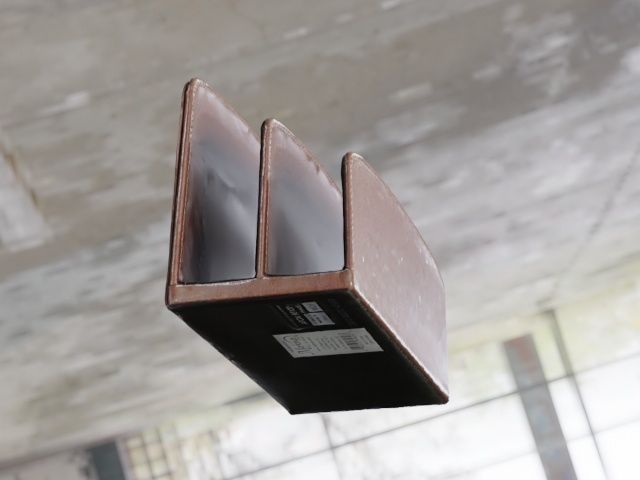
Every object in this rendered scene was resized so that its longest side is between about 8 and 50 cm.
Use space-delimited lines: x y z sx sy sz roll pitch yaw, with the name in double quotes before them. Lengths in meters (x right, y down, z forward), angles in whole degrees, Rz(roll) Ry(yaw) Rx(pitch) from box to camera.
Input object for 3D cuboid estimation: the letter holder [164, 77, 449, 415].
"letter holder" 0.000 0.000 1.524 0.152 0.214 0.302 -6 157 17
